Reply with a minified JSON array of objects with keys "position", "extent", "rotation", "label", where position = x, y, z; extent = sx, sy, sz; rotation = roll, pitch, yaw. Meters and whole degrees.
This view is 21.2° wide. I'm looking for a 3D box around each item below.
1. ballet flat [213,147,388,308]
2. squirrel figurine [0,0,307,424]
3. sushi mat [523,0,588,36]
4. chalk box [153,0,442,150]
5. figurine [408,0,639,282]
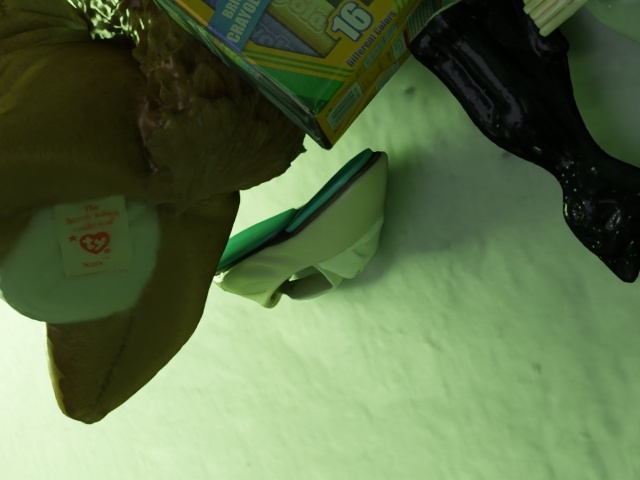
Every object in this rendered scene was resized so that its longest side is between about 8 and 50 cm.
[{"position":[0.000,0.000,1.350],"extent":[0.248,0.086,0.086],"rotation":[-30,80,56],"label":"ballet flat"},{"position":[-0.187,-0.128,1.413],"extent":[0.397,0.281,0.370],"rotation":[-40,38,15],"label":"squirrel figurine"},{"position":[0.194,-0.264,0.922],"extent":[0.316,0.019,0.151],"rotation":[-41,72,31],"label":"sushi mat"},{"position":[-0.037,-0.186,1.172],"extent":[0.213,0.132,0.132],"rotation":[41,179,8],"label":"chalk box"},{"position":[0.184,-0.103,1.052],"extent":[0.209,0.092,0.215],"rotation":[54,141,11],"label":"figurine"}]
